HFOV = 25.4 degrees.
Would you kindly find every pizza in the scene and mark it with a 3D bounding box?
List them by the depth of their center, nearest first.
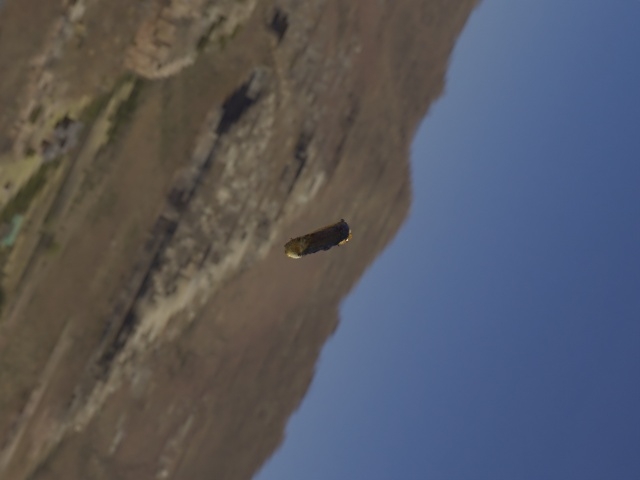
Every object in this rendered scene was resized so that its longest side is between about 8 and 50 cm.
[{"bbox_3d":[0.000,0.000,0.863,0.083,0.037,0.016,-24,97,-73],"label":"pizza"}]
